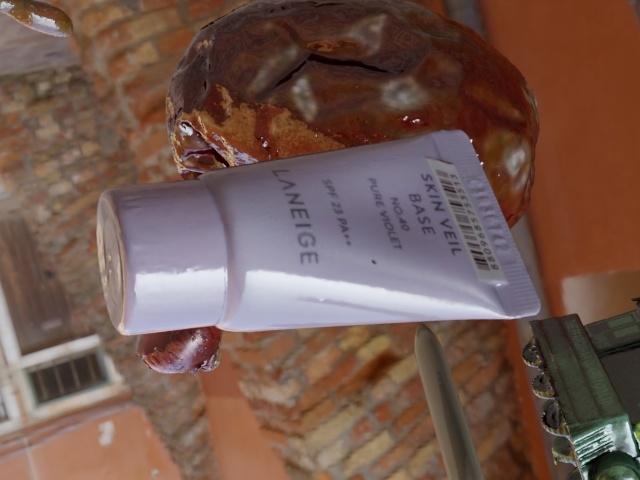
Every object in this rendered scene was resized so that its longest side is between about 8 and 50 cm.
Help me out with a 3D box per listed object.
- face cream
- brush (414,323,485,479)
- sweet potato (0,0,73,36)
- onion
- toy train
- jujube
[{"bbox_3d":[0.000,0.000,0.675,0.274,0.154,0.096,-7,148,-22],"label":"face cream"},{"bbox_3d":[0.089,0.152,0.660,0.039,0.042,0.299,18,-150,-21],"label":"brush"},{"bbox_3d":[-0.484,-0.361,1.638,0.214,0.050,0.050,10,165,-35],"label":"sweet potato"},{"bbox_3d":[-0.236,0.170,1.841,0.184,0.147,0.184,-31,-160,13],"label":"onion"},{"bbox_3d":[0.330,0.175,1.166,0.178,0.138,0.330,-17,-163,8],"label":"toy train"},{"bbox_3d":[0.036,-0.118,1.094,0.377,0.276,0.276,5,-175,11],"label":"jujube"}]
